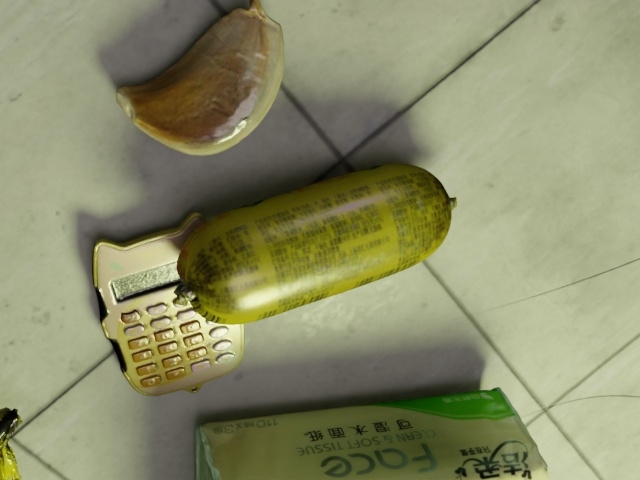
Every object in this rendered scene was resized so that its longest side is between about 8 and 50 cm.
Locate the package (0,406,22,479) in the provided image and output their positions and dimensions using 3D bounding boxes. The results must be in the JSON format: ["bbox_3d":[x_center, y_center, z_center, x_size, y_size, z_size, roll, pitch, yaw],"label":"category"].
[{"bbox_3d":[-0.438,0.273,1.139,0.226,0.090,0.168,-8,114,-18],"label":"package"}]

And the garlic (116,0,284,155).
[{"bbox_3d":[-0.101,-0.173,1.040,0.128,0.090,0.198,40,103,-17],"label":"garlic"}]

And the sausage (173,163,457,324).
[{"bbox_3d":[0.000,0.000,1.117,0.347,0.123,0.123,-18,120,-22],"label":"sausage"}]

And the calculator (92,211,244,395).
[{"bbox_3d":[-0.169,0.080,1.170,0.157,0.033,0.236,-17,121,-11],"label":"calculator"}]

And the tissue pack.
[{"bbox_3d":[0.052,0.381,1.290,0.405,0.205,0.331,-4,119,-16],"label":"tissue pack"}]
